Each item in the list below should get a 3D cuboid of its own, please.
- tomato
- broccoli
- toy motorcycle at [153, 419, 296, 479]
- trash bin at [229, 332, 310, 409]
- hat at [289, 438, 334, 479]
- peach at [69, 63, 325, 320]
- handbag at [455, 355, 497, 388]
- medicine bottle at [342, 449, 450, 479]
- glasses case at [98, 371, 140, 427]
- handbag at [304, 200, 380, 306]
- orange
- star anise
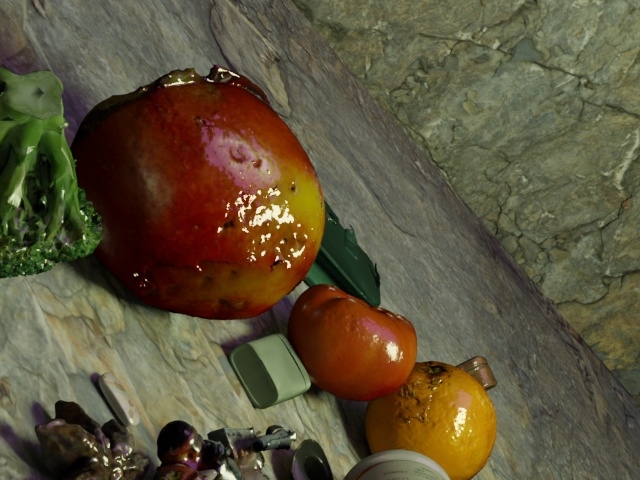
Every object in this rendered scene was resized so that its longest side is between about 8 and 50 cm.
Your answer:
[{"bbox_3d":[0.046,0.186,2.178,0.259,0.180,0.260,26,-2,1],"label":"tomato"},{"bbox_3d":[-0.408,-0.090,1.494,0.307,0.275,0.308,18,47,-20],"label":"broccoli"},{"bbox_3d":[-0.126,0.326,1.674,0.401,0.134,0.207,-14,81,-63],"label":"toy motorcycle"},{"bbox_3d":[-0.084,0.218,2.047,0.116,0.059,0.130,59,21,10],"label":"trash bin"},{"bbox_3d":[-0.018,0.381,1.966,0.121,0.050,0.121,43,30,-31],"label":"hat"},{"bbox_3d":[-0.188,-0.072,1.840,0.416,0.339,0.353,43,24,-23],"label":"peach"},{"bbox_3d":[0.270,0.307,2.527,0.072,0.193,0.151,64,17,14],"label":"handbag"},{"bbox_3d":[0.128,0.479,1.866,0.202,0.202,0.316,51,10,-16],"label":"medicine bottle"},{"bbox_3d":[-0.275,0.218,1.664,0.083,0.021,0.032,58,18,2],"label":"glasses case"},{"bbox_3d":[0.001,0.000,2.524,0.326,0.089,0.238,47,21,-26],"label":"handbag"},{"bbox_3d":[0.202,0.344,2.253,0.246,0.246,0.246,47,23,-26],"label":"orange"},{"bbox_3d":[-0.279,0.279,1.491,0.197,0.073,0.212,48,20,-29],"label":"star anise"}]
